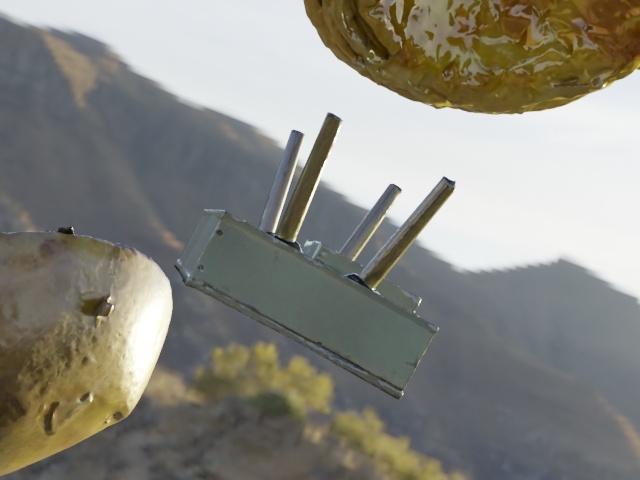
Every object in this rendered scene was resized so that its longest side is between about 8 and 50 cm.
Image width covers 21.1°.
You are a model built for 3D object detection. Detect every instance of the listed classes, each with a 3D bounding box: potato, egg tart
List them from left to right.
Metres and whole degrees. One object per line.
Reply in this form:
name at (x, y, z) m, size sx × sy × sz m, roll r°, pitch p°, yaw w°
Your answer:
potato at (-0.241, 0.102, 1.333) m, size 0.299 × 0.239 × 0.116 m, roll 0°, pitch 43°, yaw -32°
egg tart at (0.159, -0.268, 1.375) m, size 0.388 × 0.388 × 0.169 m, roll 24°, pitch 37°, yaw -36°

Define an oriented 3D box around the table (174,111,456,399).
table at (0.000, 0.000, 0.946) m, size 0.122 × 0.111 × 0.240 m, roll 29°, pitch -2°, yaw -6°
